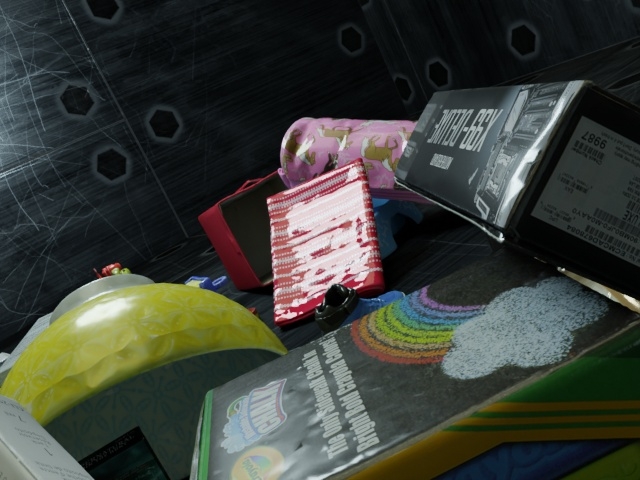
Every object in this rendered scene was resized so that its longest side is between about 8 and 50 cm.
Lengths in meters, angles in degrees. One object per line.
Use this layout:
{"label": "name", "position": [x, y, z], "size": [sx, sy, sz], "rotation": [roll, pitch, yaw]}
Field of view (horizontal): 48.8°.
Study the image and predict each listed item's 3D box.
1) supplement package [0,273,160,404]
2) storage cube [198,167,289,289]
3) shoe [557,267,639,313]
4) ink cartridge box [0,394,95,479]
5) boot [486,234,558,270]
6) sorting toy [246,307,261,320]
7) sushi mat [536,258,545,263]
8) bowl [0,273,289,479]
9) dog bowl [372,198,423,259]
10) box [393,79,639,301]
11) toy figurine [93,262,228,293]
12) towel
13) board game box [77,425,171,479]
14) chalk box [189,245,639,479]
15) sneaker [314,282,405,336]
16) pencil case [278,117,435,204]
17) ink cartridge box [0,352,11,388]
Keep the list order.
{"label": "supplement package", "position": [-0.267, 0.178, 0.891], "size": [0.149, 0.194, 0.203], "rotation": [-26, 14, -2]}
{"label": "storage cube", "position": [-0.118, -0.019, 1.477], "size": [0.184, 0.215, 0.193], "rotation": [-31, 6, -21]}
{"label": "shoe", "position": [0.271, 0.062, 0.635], "size": [0.219, 0.077, 0.058], "rotation": [-99, 29, -73]}
{"label": "ink cartridge box", "position": [-0.202, 0.258, 0.349], "size": [0.261, 0.066, 0.296], "rotation": [24, 78, 39]}
{"label": "boot", "position": [0.381, -0.038, 0.847], "size": [0.281, 0.096, 0.264], "rotation": [-21, 2, -13]}
{"label": "sorting toy", "position": [-0.180, 0.174, 1.127], "size": [0.132, 0.046, 0.274], "rotation": [-24, 12, 9]}
{"label": "sushi mat", "position": [0.113, 0.111, 0.633], "size": [0.316, 0.019, 0.151], "rotation": [-35, -20, -42]}
{"label": "bowl", "position": [-0.186, 0.127, 0.691], "size": [0.290, 0.156, 0.289], "rotation": [-24, -29, -15]}
{"label": "dog bowl", "position": [0.086, -0.020, 1.364], "size": [0.166, 0.074, 0.297], "rotation": [-18, 14, 35]}
{"label": "box", "position": [0.213, 0.004, 0.423], "size": [0.242, 0.308, 0.076], "rotation": [-119, 53, -78]}
{"label": "toy figurine", "position": [-0.271, 0.098, 1.339], "size": [0.217, 0.191, 0.362], "rotation": [-24, 7, -25]}
{"label": "towel", "position": [0.000, 0.000, 1.170], "size": [0.199, 0.031, 0.274], "rotation": [-22, 51, 20]}
{"label": "board game box", "position": [-0.207, 0.257, 0.595], "size": [0.186, 0.126, 0.026], "rotation": [-28, 23, -16]}
{"label": "chalk box", "position": [0.041, 0.155, 0.391], "size": [0.289, 0.179, 0.180], "rotation": [-27, 12, 0]}
{"label": "sneaker", "position": [0.053, 0.084, 0.924], "size": [0.152, 0.084, 0.058], "rotation": [-34, 14, -37]}
{"label": "pencil case", "position": [0.118, -0.143, 1.295], "size": [0.386, 0.160, 0.167], "rotation": [7, 15, 26]}
{"label": "ink cartridge box", "position": [-0.399, 0.255, 0.865], "size": [0.140, 0.190, 0.082], "rotation": [-32, 13, -29]}
